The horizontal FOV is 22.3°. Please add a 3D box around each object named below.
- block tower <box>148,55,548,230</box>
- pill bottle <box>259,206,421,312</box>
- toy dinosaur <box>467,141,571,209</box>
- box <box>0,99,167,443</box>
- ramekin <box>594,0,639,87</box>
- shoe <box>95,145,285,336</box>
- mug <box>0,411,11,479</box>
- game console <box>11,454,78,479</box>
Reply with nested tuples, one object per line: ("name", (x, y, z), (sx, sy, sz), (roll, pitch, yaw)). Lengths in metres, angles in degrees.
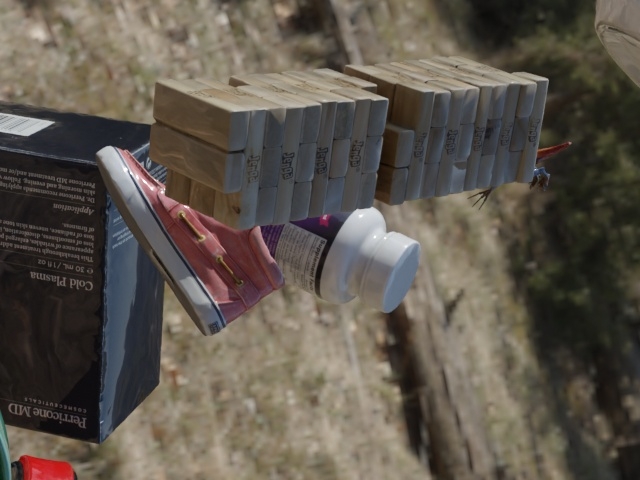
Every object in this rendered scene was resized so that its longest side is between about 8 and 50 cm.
("block tower", (0.028, -0.080, 1.234), (0.335, 0.097, 0.091), (-9, 115, -41))
("pill bottle", (0.000, 0.000, 1.658), (0.108, 0.193, 0.108), (-51, 156, -34))
("toy dinosaur", (0.155, -0.069, 1.398), (0.082, 0.090, 0.047), (28, 13, -17))
("box", (-0.355, 0.018, 1.767), (0.179, 0.343, 0.313), (-45, 143, -67))
("ramekin", (0.304, -0.123, 1.082), (0.273, 0.127, 0.273), (41, 3, -3))
("shoe", (-0.104, -0.015, 1.297), (0.178, 0.081, 0.063), (55, -14, 13))
("mug", (-0.236, 0.128, 0.860), (0.129, 0.097, 0.158), (21, 97, -17))
("game console", (-0.330, 0.386, 1.457), (0.060, 0.386, 0.342), (20, 61, -20))
